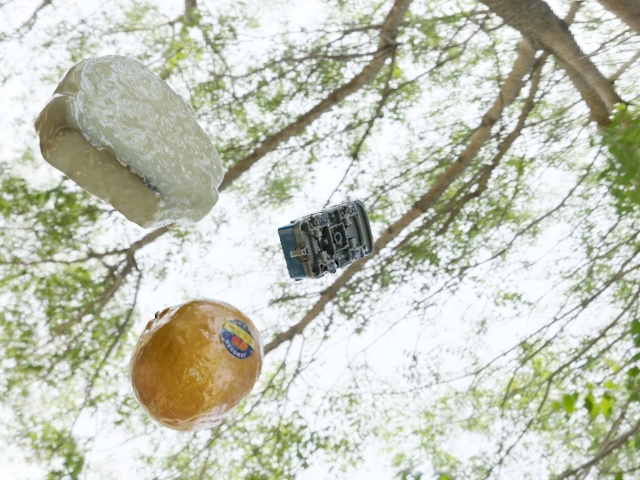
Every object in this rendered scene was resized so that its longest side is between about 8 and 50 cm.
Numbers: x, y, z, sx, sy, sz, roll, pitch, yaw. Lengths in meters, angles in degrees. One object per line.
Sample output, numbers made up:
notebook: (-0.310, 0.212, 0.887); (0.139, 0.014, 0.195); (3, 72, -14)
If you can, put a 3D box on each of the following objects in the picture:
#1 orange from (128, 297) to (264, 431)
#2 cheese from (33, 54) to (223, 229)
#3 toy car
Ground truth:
orange: (-0.159, 0.157, 0.871); (0.155, 0.177, 0.178); (41, -36, -21)
cheese: (-0.307, -0.160, 1.114); (0.115, 0.326, 0.318); (-35, -100, 29)
toy car: (0.000, 0.000, 1.090); (0.100, 0.191, 0.097); (-9, -82, 40)
